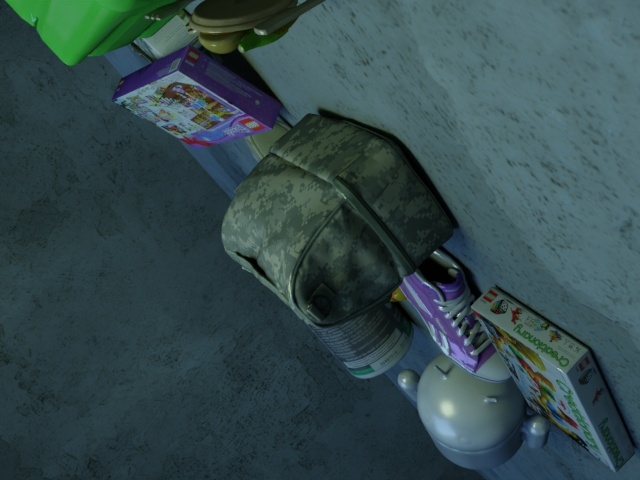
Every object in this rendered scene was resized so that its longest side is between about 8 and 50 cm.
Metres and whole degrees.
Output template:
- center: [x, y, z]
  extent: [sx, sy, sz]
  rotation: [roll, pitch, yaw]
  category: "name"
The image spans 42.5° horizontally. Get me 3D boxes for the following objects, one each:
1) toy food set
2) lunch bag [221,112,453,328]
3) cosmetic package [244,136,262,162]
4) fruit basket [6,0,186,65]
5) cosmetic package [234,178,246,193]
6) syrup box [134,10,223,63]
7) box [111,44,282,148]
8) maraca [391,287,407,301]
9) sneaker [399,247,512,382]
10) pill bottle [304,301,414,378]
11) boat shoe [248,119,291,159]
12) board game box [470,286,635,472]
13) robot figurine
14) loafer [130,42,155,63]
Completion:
- center: [-0.087, -0.245, 0.912]
  extent: [0.192, 0.132, 0.038]
  rotation: [19, 134, 38]
  category: "toy food set"
- center: [0.002, -0.024, 1.216]
  extent: [0.212, 0.256, 0.305]
  rotation: [52, 171, -32]
  category: "lunch bag"
- center: [-0.127, -0.202, 1.809]
  extent: [0.060, 0.041, 0.115]
  rotation: [44, 172, 23]
  category: "cosmetic package"
- center: [-0.267, -0.429, 0.908]
  extent: [0.392, 0.283, 0.392]
  rotation: [14, 122, 24]
  category: "fruit basket"
- center: [-0.048, -0.049, 1.758]
  extent: [0.129, 0.153, 0.296]
  rotation: [41, 169, 29]
  category: "cosmetic package"
- center: [-0.300, -0.397, 1.550]
  extent: [0.237, 0.096, 0.093]
  rotation: [42, 172, 19]
  category: "syrup box"
- center: [-0.233, -0.253, 1.507]
  extent: [0.201, 0.057, 0.293]
  rotation: [29, 162, -32]
  category: "box"
- center: [0.146, 0.067, 1.513]
  extent: [0.185, 0.099, 0.127]
  rotation: [22, -175, 7]
  category: "maraca"
- center: [0.223, 0.118, 1.337]
  extent: [0.282, 0.102, 0.161]
  rotation: [46, 169, 6]
  category: "sneaker"
- center: [0.053, 0.153, 2.025]
  extent: [0.361, 0.204, 0.204]
  rotation: [50, 172, -24]
  category: "pill bottle"
- center: [-0.044, -0.139, 1.526]
  extent: [0.233, 0.084, 0.079]
  rotation: [41, 173, 9]
  category: "boat shoe"
- center: [0.357, 0.213, 1.251]
  extent: [0.193, 0.053, 0.305]
  rotation: [37, 168, 49]
  category: "board game box"
- center: [0.296, 0.325, 1.597]
  extent: [0.300, 0.200, 0.353]
  rotation: [14, 159, 21]
  category: "robot figurine"
- center: [-0.444, -0.485, 2.033]
  extent: [0.148, 0.056, 0.050]
  rotation: [50, 165, -23]
  category: "loafer"
